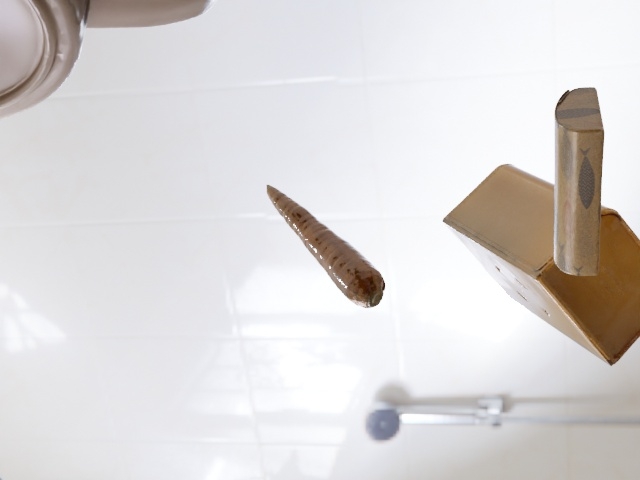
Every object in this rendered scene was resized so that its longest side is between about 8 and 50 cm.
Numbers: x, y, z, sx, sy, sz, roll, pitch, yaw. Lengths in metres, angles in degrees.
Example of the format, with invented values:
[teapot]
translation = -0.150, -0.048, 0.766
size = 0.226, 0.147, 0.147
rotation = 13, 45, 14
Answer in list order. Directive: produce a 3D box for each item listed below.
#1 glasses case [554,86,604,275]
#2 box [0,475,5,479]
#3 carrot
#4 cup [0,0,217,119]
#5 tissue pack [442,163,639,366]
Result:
[glasses case]
translation = 0.229, -0.049, 0.925
size = 0.064, 0.041, 0.170
rotation = -82, -15, -46
[box]
translation = -0.191, 0.149, 0.473
size = 0.069, 0.084, 0.122
rotation = 56, -145, -10
[carrot]
translation = 0.000, 0.000, 1.130
size = 0.216, 0.048, 0.048
rotation = 46, 166, 37
[cup]
translation = -0.216, -0.221, 0.641
size = 0.288, 0.208, 0.273
rotation = 24, -129, -41
[tissue pack]
translation = 0.327, 0.019, 1.445
size = 0.194, 0.145, 0.274
rotation = 43, 178, -27
